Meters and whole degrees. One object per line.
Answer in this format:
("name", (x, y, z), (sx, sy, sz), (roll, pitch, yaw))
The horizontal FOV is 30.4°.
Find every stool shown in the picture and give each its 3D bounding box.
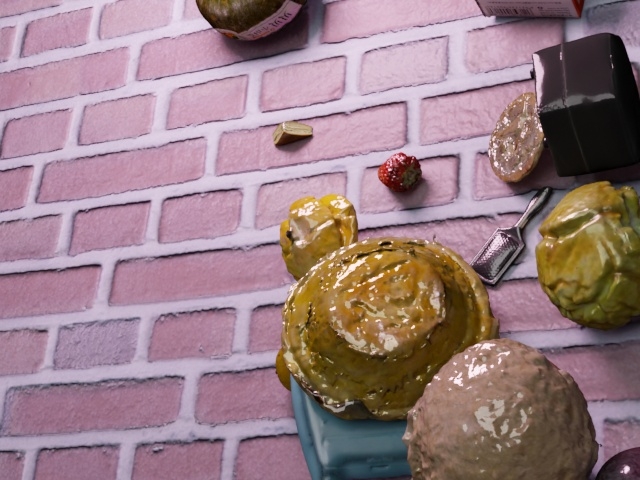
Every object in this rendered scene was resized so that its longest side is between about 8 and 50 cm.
("stool", (0.422, -0.210, 1.846), (0.141, 0.232, 0.232), (-13, 61, 24))

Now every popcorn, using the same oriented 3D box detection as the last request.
("popcorn", (0.000, 0.000, 2.002), (0.148, 0.152, 0.167), (10, 85, 30))
("popcorn", (0.417, 0.024, 1.758), (0.204, 0.183, 0.221), (-30, 53, 48))

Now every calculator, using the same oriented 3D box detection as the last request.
("calculator", (0.079, 0.202, 1.865), (0.256, 0.054, 0.386), (-4, 63, -1))

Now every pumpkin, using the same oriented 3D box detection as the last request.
("pumpkin", (-0.122, -0.519, 2.299), (0.260, 0.189, 0.260), (-2, 86, 36))

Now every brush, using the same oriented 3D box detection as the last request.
("brush", (0.316, -0.013, 1.922), (0.063, 0.016, 0.193), (36, 86, 34))

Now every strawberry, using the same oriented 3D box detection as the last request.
("strawberry", (0.130, -0.119, 2.039), (0.083, 0.073, 0.073), (19, 75, 48))

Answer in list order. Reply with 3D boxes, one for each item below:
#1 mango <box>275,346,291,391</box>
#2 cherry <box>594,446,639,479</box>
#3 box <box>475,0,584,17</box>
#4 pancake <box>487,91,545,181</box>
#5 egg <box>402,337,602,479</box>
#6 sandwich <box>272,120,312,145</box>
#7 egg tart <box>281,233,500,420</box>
("mango", (0.000, 0.213, 1.940), (0.161, 0.076, 0.103), (15, 67, 23))
("cherry", (0.461, 0.361, 1.594), (0.176, 0.140, 0.176), (-5, 64, 10))
("box", (0.374, -0.464, 2.064), (0.182, 0.099, 0.133), (4, 72, 27))
("pancake", (0.330, -0.170, 1.946), (0.158, 0.028, 0.158), (-44, 38, 48))
("egg", (0.253, 0.289, 1.649), (0.279, 0.279, 0.310), (9, 97, 30))
("sandwich", (-0.060, -0.202, 2.189), (0.083, 0.044, 0.031), (-16, 65, 22))
("egg tart", (0.101, 0.119, 1.806), (0.341, 0.132, 0.341), (-1, 63, 2))
